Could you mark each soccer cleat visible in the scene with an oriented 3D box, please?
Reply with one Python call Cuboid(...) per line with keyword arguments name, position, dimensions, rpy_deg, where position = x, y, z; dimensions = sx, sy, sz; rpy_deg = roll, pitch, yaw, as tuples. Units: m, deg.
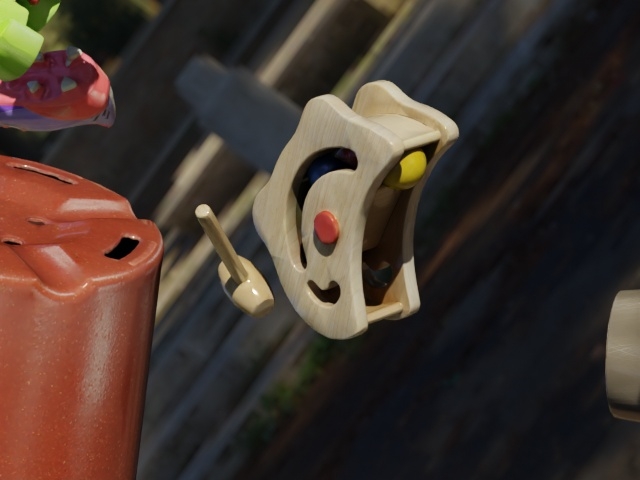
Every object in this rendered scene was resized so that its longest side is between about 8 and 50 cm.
Cuboid(name="soccer cleat", position=(-0.318, -0.135, 1.881), dimensions=(0.095, 0.248, 0.083), rpy_deg=(63, -151, -54))

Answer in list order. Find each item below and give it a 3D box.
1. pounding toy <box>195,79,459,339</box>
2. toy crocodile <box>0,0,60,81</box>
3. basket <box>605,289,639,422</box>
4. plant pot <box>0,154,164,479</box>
Cuboid(name="pounding toy", position=(0.000, 0.000, 1.639), dimensions=(0.155, 0.154, 0.269), rpy_deg=(-19, -30, -40))
Cuboid(name="toy crocodile", position=(-0.243, -0.281, 1.692), dimensions=(0.105, 0.115, 0.340), rpy_deg=(-13, 44, 40))
Cuboid(name="basket", position=(0.400, 0.115, 1.900), dimensions=(0.204, 0.227, 0.154), rpy_deg=(-64, -31, -48))
Cuboid(name="plant pot", position=(-0.217, 0.101, 1.164), dimensions=(0.272, 0.272, 0.265), rpy_deg=(-68, -8, -70))
